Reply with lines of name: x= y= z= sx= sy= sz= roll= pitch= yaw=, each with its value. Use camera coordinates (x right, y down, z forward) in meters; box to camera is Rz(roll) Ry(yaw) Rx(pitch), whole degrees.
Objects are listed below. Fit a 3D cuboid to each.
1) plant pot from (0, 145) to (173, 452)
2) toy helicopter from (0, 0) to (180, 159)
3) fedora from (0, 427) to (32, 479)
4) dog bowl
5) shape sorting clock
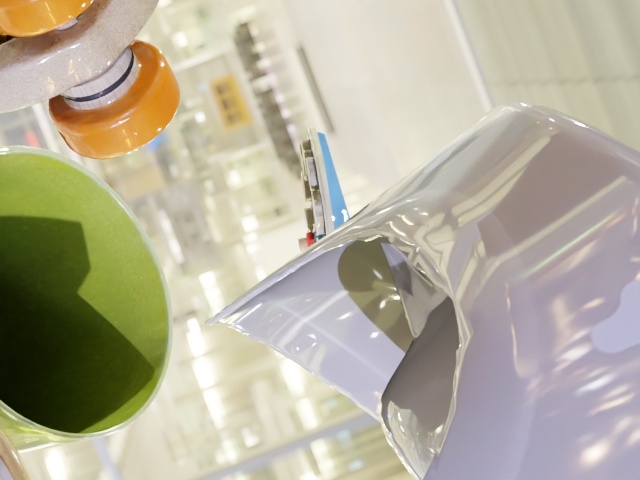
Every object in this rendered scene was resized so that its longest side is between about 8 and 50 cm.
plant pot: x=-0.336 y=0.091 z=1.651 sx=0.274 sy=0.293 sz=0.275 roll=26 pitch=-128 yaw=-39
toy helicopter: x=-0.170 y=-0.221 z=1.181 sx=0.355 sy=0.235 sz=0.140 roll=-64 pitch=-36 yaw=-31
fedora: x=-0.204 y=0.184 z=0.954 sx=0.194 sy=0.079 sz=0.194 roll=20 pitch=115 yaw=53
dog bowl: x=0.131 y=0.098 z=0.461 sx=0.349 sy=0.102 sz=0.349 roll=42 pitch=-179 yaw=0
shape sorting clock: x=0.000 y=0.000 z=1.597 sx=0.206 sy=0.040 sz=0.206 roll=171 pitch=90 yaw=-83
